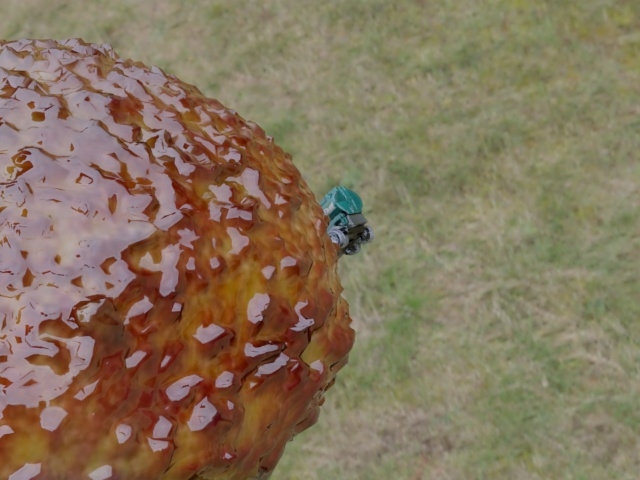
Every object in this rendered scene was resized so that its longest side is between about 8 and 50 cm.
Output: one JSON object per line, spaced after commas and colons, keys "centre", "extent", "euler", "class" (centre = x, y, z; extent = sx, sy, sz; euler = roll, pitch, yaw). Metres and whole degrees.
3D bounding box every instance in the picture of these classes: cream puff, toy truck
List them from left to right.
{"centre": [-0.151, 0.018, 0.600], "extent": [0.350, 0.229, 0.350], "euler": [-1, 17, 0], "class": "cream puff"}
{"centre": [0.000, 0.000, 0.882], "extent": [0.083, 0.039, 0.044], "euler": [-43, 69, 36], "class": "toy truck"}
